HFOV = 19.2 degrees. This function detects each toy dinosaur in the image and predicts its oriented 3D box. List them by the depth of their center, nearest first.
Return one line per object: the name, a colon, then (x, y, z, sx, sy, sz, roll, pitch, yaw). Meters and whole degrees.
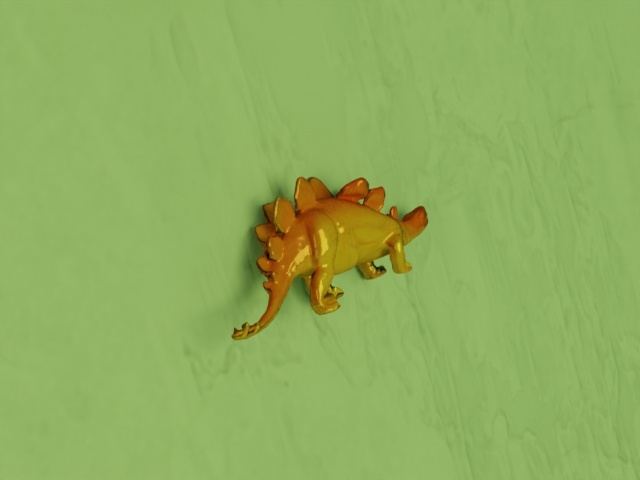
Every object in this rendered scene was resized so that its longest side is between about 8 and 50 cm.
toy dinosaur: (0.000, 0.000, 1.633, 0.288, 0.070, 0.117, -23, 96, -45)
